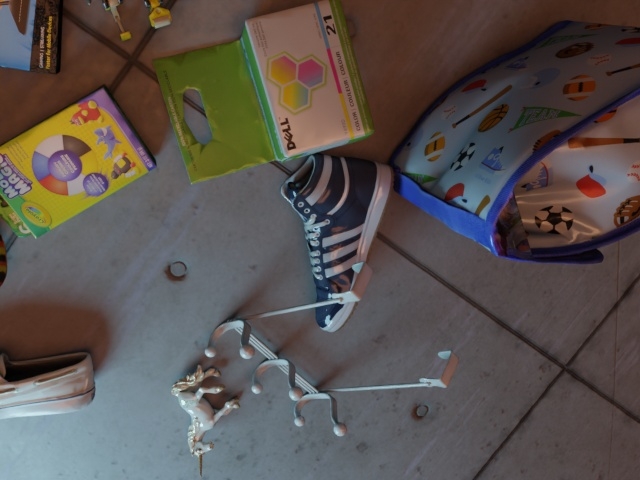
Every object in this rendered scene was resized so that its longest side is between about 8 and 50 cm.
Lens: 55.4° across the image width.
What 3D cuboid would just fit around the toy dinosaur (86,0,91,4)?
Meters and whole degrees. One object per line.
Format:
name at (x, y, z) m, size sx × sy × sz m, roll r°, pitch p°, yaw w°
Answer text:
toy dinosaur at (-0.307, -0.397, 0.684) m, size 0.160 × 0.121 × 0.314 m, roll -10°, pitch 89°, yaw -14°

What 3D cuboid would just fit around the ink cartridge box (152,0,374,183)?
ink cartridge box at (-0.079, -0.197, 0.831) m, size 0.255 × 0.097 × 0.189 m, roll -18°, pitch 97°, yaw -11°

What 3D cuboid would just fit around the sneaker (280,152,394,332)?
sneaker at (0.000, 0.000, 0.946) m, size 0.153 × 0.099 × 0.282 m, roll 13°, pitch 102°, yaw -21°

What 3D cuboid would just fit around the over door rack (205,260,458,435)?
over door rack at (0.005, 0.187, 0.931) m, size 0.324 × 0.108 × 0.239 m, roll -25°, pitch 122°, yaw 34°

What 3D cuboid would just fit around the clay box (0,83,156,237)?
clay box at (-0.353, -0.100, 0.829) m, size 0.222 × 0.053 × 0.127 m, roll -33°, pitch 114°, yaw -5°

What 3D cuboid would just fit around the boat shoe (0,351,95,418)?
boat shoe at (-0.469, 0.208, 0.882) m, size 0.267 × 0.096 × 0.088 m, roll 0°, pitch 105°, yaw -18°

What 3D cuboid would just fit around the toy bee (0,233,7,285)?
toy bee at (-0.494, -0.069, 0.755) m, size 0.195 × 0.162 × 0.298 m, roll -1°, pitch 141°, yaw -1°

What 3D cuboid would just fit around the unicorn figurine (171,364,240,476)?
unicorn figurine at (-0.193, 0.288, 1.018) m, size 0.111 × 0.060 × 0.162 m, roll -31°, pitch 98°, yaw -4°

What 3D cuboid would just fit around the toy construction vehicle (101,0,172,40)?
toy construction vehicle at (-0.245, -0.322, 0.798) m, size 0.086 × 0.035 × 0.098 m, roll -29°, pitch 117°, yaw -17°

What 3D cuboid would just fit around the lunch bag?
lunch bag at (0.321, -0.129, 0.874) m, size 0.385 × 0.328 × 0.239 m, roll -28°, pitch 116°, yaw -8°

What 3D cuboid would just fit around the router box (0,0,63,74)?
router box at (-0.388, -0.306, 0.749) m, size 0.133 × 0.046 × 0.179 m, roll 4°, pitch 107°, yaw -18°
